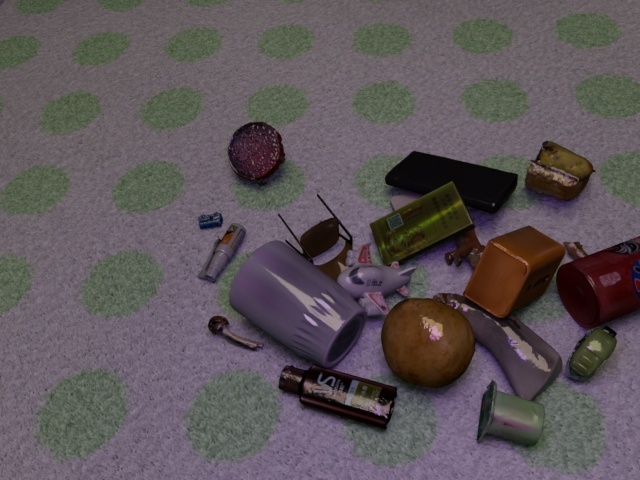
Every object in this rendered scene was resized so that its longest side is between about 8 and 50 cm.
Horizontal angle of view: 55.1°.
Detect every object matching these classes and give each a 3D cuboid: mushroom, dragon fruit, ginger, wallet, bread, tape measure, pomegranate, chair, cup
[{"bbox_3d":[0.496,0.272,1.767,0.177,0.126,0.397,-40,62,-13],"label":"mushroom"},{"bbox_3d":[-0.223,-0.319,2.298,0.224,0.148,0.218,34,93,17],"label":"dragon fruit"},{"bbox_3d":[0.827,0.043,1.960,0.058,0.044,0.137,-12,52,-27],"label":"ginger"},{"bbox_3d":[0.450,-0.208,2.122,0.406,0.062,0.228,18,44,31],"label":"wallet"},{"bbox_3d":[0.817,-0.224,2.097,0.204,0.162,0.262,23,36,23],"label":"bread"},{"bbox_3d":[0.751,0.308,1.698,0.087,0.154,0.177,38,69,22],"label":"tape measure"},{"bbox_3d":[0.293,0.277,1.689,0.261,0.260,0.260,-3,52,4],"label":"pomegranate"},{"bbox_3d":[0.000,0.000,2.009,0.159,0.172,0.247,-29,48,-17],"label":"chair"},{"bbox_3d":[-0.260,0.289,1.878,0.187,0.061,0.060,28,73,11],"label":"mushroom"},{"bbox_3d":[-0.069,0.189,1.806,0.372,0.253,0.253,34,63,25],"label":"cup"}]

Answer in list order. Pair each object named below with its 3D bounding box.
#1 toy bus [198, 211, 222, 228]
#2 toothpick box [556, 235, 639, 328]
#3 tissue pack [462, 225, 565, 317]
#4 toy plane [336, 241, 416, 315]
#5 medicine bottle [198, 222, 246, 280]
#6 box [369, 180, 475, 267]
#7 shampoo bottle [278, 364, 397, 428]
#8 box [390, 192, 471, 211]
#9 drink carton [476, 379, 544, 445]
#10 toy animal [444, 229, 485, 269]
[{"bbox_3d":[-0.388,-0.068,2.167,0.083,0.038,0.046,-10,57,0],"label":"toy bus"},{"bbox_3d":[0.896,0.109,1.801,0.333,0.204,0.204,-20,53,-8],"label":"toothpick box"},{"bbox_3d":[0.570,0.086,1.781,0.145,0.194,0.275,33,31,32],"label":"tissue pack"},{"bbox_3d":[0.169,0.121,1.886,0.252,0.118,0.252,10,56,-15],"label":"toy plane"},{"bbox_3d":[-0.335,0.040,2.072,0.092,0.061,0.220,-2,48,36],"label":"medicine bottle"},{"bbox_3d":[0.323,-0.048,1.986,0.311,0.043,0.173,-28,60,17],"label":"box"},{"bbox_3d":[0.045,0.424,1.717,0.323,0.084,0.129,14,53,16],"label":"shampoo bottle"},{"bbox_3d":[0.392,-0.133,2.121,0.285,0.044,0.142,-10,36,-2],"label":"box"},{"bbox_3d":[0.501,0.462,1.611,0.142,0.144,0.146,15,56,9],"label":"drink carton"},{"bbox_3d":[0.475,0.008,2.001,0.158,0.097,0.312,-6,50,-12],"label":"toy animal"}]
